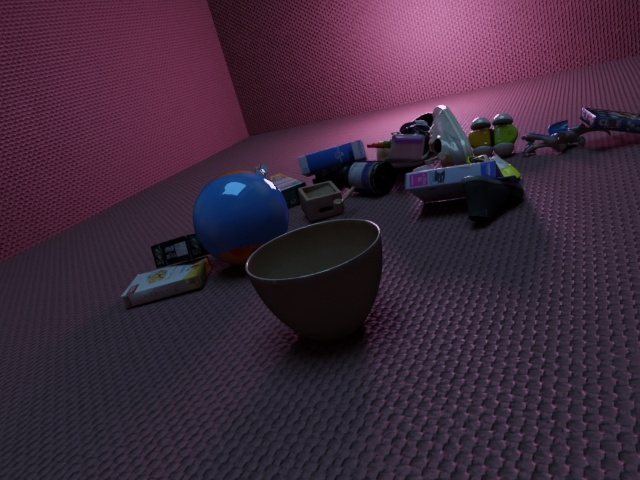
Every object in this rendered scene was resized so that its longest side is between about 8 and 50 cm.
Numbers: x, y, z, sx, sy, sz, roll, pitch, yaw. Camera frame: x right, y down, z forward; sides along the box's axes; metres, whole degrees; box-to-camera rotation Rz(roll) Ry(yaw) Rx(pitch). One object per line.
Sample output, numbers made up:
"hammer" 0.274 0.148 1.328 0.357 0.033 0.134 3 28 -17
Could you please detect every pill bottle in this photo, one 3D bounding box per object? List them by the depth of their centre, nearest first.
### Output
"pill bottle" 0.169 -0.240 1.984 0.122 0.123 0.219 -28 23 -30

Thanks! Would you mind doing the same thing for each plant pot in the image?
"plant pot" 0.007 0.096 1.108 0.283 0.191 0.284 -14 21 5

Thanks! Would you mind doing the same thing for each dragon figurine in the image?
"dragon figurine" 0.856 -0.371 1.861 0.288 0.085 0.144 -19 20 -3

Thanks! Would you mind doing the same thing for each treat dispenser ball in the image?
"treat dispenser ball" -0.239 -0.068 1.602 0.287 0.289 0.288 -14 20 5

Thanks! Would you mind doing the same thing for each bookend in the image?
"bookend" 0.019 -0.256 2.219 0.156 0.073 0.157 -28 23 -30

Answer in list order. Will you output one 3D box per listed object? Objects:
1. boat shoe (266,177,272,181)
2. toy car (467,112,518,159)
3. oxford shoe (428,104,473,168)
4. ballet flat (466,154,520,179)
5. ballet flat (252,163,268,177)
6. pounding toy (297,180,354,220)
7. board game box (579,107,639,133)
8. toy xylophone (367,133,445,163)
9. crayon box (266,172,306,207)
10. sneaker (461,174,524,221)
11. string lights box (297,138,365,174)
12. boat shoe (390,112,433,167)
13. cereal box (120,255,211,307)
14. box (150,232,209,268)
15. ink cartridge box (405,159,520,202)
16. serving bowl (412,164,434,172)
"boat shoe" -0.248 -0.199 2.077 0.133 0.049 0.042 -33 -3 -23
"toy car" 0.658 -0.383 2.004 0.181 0.159 0.136 -6 -15 27
"oxford shoe" 0.483 -0.407 2.075 0.129 0.169 0.450 -19 34 11
"ballet flat" 0.566 -0.245 1.760 0.077 0.077 0.231 -22 21 -18
"ballet flat" -0.269 -0.278 2.292 0.067 0.073 0.206 -40 12 14
"pounding toy" 0.037 -0.127 1.846 0.180 0.094 0.206 -15 28 -11
"board game box" 1.011 -0.393 1.749 0.243 0.042 0.165 9 25 8
"toy xylophone" 0.316 -0.332 1.949 0.236 0.081 0.322 0 5 -13
"crayon box" -0.199 -0.197 2.213 0.203 0.083 0.323 -22 21 -17
"sneaker" 0.480 -0.104 1.471 0.221 0.118 0.083 5 -11 -29
"string lights box" 0.050 -0.326 2.102 0.259 0.077 0.133 -14 1 10
"boat shoe" 0.397 -0.430 2.279 0.186 0.156 0.500 0 27 34
"cereal box" -0.465 0.123 1.611 0.239 0.048 0.173 -15 18 3
"box" -0.432 0.025 1.716 0.180 0.078 0.147 -14 2 36
"ink cartridge box" 0.430 -0.175 1.580 0.310 0.065 0.185 -3 -10 27
"serving bowl" 0.393 -0.260 2.004 0.083 0.027 0.083 -14 19 5
